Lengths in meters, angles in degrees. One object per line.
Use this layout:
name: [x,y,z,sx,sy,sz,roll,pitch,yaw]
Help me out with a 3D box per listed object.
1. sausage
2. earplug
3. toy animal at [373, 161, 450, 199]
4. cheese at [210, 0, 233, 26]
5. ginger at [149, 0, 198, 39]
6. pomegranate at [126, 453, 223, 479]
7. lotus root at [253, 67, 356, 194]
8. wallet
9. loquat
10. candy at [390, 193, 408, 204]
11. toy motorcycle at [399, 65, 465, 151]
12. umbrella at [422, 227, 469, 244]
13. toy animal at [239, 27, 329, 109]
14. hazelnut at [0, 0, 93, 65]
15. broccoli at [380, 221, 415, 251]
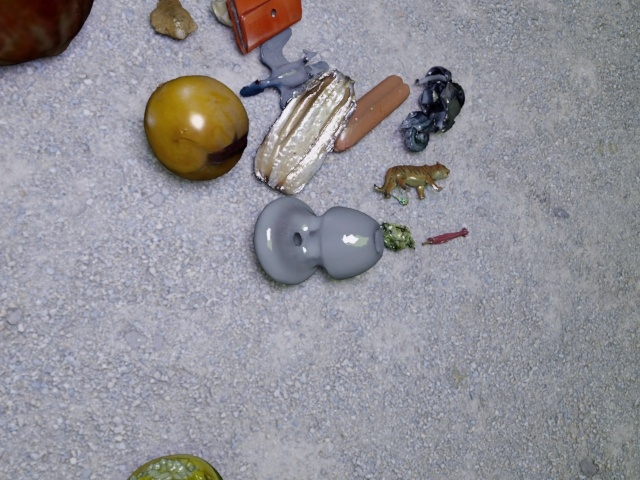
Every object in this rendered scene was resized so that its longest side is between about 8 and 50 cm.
sausage: [0.125,-0.340,1.269,0.289,0.086,0.086,-43,101,-16]
earplug: [-0.004,0.001,1.152,0.325,0.175,0.214,3,83,-19]
toy animal: [0.254,-0.166,1.317,0.241,0.057,0.099,-3,63,-15]
cheese: [-0.154,-0.615,1.187,0.249,0.071,0.163,-21,124,-43]
ginger: [-0.364,-0.540,1.121,0.096,0.067,0.165,-29,83,-19]
pomegranate: [-0.338,0.579,0.972,0.340,0.260,0.260,-3,87,11]
lotus root: [-0.040,-0.276,1.180,0.167,0.078,0.329,36,94,-24]
wallet: [-0.129,-0.560,1.147,0.204,0.045,0.142,-44,145,-28]
loquat: [-0.270,-0.247,1.050,0.235,0.235,0.235,1,86,-20]
candy: [0.207,-0.123,1.319,0.083,0.025,0.023,29,95,-9]
toy motorcycle: [0.306,-0.372,1.311,0.270,0.106,0.159,-46,123,-23]
umbrella: [0.357,-0.009,1.363,0.165,0.025,0.027,-12,72,-23]
toy animal: [-0.081,-0.422,1.209,0.255,0.176,0.239,-28,101,-54]
hazelnut: [-0.627,-0.539,0.885,0.421,0.353,0.421,0,89,-46]
broccoli: [0.204,-0.009,1.274,0.095,0.092,0.097,-20,112,-7]
